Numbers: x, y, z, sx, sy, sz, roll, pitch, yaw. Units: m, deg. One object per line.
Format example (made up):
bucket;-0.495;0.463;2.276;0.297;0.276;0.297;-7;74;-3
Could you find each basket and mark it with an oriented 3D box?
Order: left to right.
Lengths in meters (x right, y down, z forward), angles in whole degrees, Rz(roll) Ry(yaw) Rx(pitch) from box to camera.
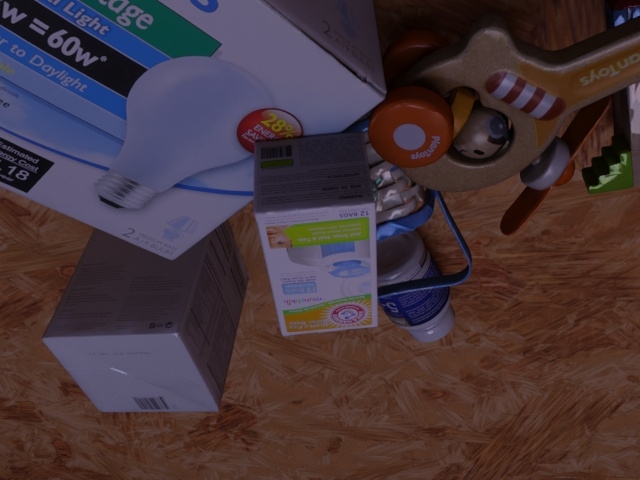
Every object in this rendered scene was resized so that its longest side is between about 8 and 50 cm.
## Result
basket;0.040;-0.037;0.873;0.254;0.201;0.289;-17;121;22

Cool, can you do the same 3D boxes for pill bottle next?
pill bottle;0.143;0.076;1.038;0.112;0.112;0.187;-18;130;24

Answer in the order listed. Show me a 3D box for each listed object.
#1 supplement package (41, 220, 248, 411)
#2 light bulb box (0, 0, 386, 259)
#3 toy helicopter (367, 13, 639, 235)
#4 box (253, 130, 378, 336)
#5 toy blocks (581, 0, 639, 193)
supplement package;-0.247;0.098;1.005;0.199;0.263;0.198;-3;135;11
light bulb box;-0.185;-0.206;0.678;0.357;0.225;0.361;27;134;-35
toy helicopter;0.236;-0.138;0.657;0.355;0.140;0.235;-21;127;32
box;0.000;0.000;0.688;0.114;0.103;0.203;-5;138;1
toy blocks;0.461;-0.215;0.681;0.381;0.191;0.261;-10;121;17
